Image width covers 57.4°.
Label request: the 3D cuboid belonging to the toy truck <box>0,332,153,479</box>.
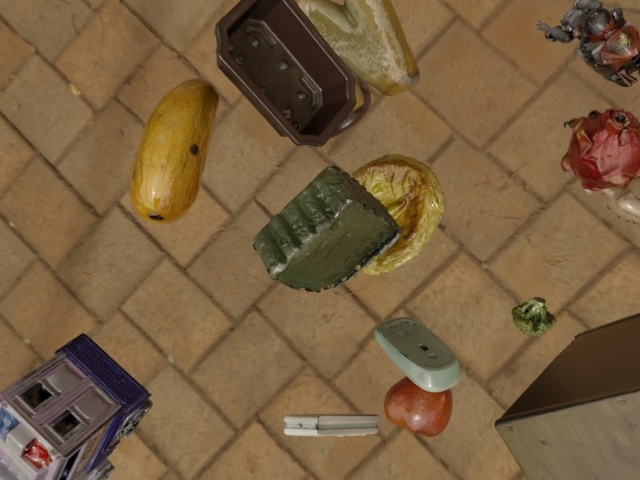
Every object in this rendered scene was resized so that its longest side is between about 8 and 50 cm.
[{"bbox_3d":[-0.326,0.252,0.717,0.124,0.155,0.268,40,126,8],"label":"toy truck"}]

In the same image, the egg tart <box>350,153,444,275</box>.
[{"bbox_3d":[0.191,-0.071,1.614,0.341,0.132,0.341,-7,77,31],"label":"egg tart"}]

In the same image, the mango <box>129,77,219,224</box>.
[{"bbox_3d":[-0.232,-0.151,0.928,0.109,0.157,0.262,13,70,-6],"label":"mango"}]

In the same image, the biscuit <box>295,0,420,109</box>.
[{"bbox_3d":[0.064,-0.429,1.268,0.237,0.062,0.290,-14,117,24],"label":"biscuit"}]

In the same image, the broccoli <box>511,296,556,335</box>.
[{"bbox_3d":[0.637,0.226,1.749,0.131,0.130,0.120,-3,118,-26],"label":"broccoli"}]

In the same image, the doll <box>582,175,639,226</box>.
[{"bbox_3d":[0.635,-0.044,1.111,0.278,0.154,0.119,44,122,28],"label":"doll"}]

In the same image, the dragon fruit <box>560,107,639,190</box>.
[{"bbox_3d":[0.459,-0.143,0.936,0.136,0.166,0.133,-1,68,14],"label":"dragon fruit"}]

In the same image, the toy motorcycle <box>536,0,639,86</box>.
[{"bbox_3d":[0.627,-0.472,1.343,0.207,0.401,0.134,30,116,-25],"label":"toy motorcycle"}]

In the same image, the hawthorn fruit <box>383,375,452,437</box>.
[{"bbox_3d":[0.302,0.459,1.727,0.197,0.196,0.225,22,86,11],"label":"hawthorn fruit"}]

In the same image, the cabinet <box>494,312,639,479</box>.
[{"bbox_3d":[0.293,0.142,0.448,0.148,0.175,0.215,59,140,6],"label":"cabinet"}]

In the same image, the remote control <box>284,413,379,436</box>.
[{"bbox_3d":[0.034,0.466,1.477,0.103,0.277,0.055,-11,71,34],"label":"remote control"}]

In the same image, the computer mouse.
[{"bbox_3d":[0.277,0.331,1.682,0.288,0.160,0.097,38,135,48],"label":"computer mouse"}]

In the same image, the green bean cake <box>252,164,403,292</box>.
[{"bbox_3d":[0.013,-0.009,1.213,0.255,0.241,0.132,-43,59,18],"label":"green bean cake"}]

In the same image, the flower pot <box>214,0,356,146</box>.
[{"bbox_3d":[-0.067,-0.275,0.967,0.251,0.084,0.179,47,63,-22],"label":"flower pot"}]

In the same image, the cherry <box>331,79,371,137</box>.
[{"bbox_3d":[0.033,-0.465,1.876,0.296,0.218,0.255,-45,81,15],"label":"cherry"}]
